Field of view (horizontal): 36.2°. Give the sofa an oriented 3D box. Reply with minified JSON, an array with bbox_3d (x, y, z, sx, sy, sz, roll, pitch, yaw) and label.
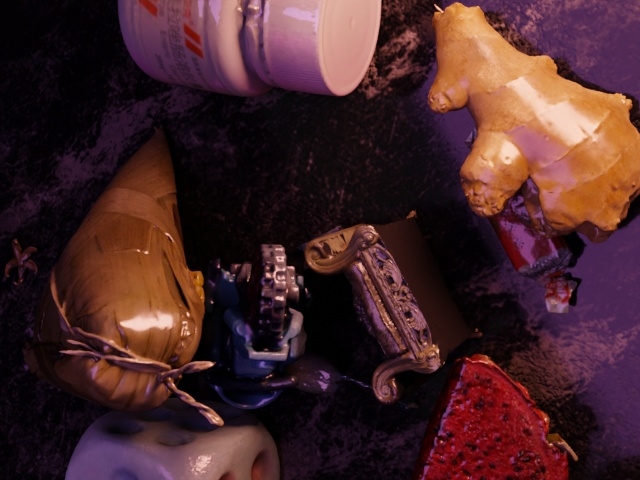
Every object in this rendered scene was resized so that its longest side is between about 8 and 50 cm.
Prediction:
[{"bbox_3d":[0.088,0.097,1.418,0.182,0.200,0.258,-30,85,26],"label":"sofa"}]

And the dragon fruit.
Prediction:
[{"bbox_3d":[0.245,0.320,1.413,0.205,0.152,0.317,20,98,3],"label":"dragon fruit"}]

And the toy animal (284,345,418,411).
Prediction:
[{"bbox_3d":[0.026,0.215,1.532,0.253,0.079,0.070,12,114,27],"label":"toy animal"}]

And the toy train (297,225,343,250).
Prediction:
[{"bbox_3d":[0.000,0.000,1.550,0.083,0.017,0.017,-26,93,28],"label":"toy train"}]

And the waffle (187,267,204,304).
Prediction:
[{"bbox_3d":[-0.302,0.136,1.661,0.253,0.056,0.249,-32,73,3],"label":"waffle"}]

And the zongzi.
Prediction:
[{"bbox_3d":[-0.259,0.008,1.408,0.500,0.218,0.467,-9,68,66],"label":"zongzi"}]

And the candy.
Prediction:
[{"bbox_3d":[0.282,-0.031,1.374,0.086,0.059,0.292,-32,82,29],"label":"candy"}]

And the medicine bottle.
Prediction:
[{"bbox_3d":[-0.099,-0.333,1.415,0.325,0.256,0.256,14,104,23],"label":"medicine bottle"}]

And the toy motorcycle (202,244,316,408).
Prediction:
[{"bbox_3d":[-0.087,0.134,1.422,0.172,0.416,0.232,4,83,-10],"label":"toy motorcycle"}]

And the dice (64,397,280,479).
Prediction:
[{"bbox_3d":[-0.237,0.416,1.596,0.265,0.268,0.262,7,101,27],"label":"dice"}]

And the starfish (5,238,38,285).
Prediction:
[{"bbox_3d":[-0.563,0.037,1.844,0.091,0.028,0.078,-36,87,25],"label":"starfish"}]

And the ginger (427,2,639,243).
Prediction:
[{"bbox_3d":[0.261,-0.146,1.321,0.375,0.166,0.236,38,98,28],"label":"ginger"}]

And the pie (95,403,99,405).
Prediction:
[{"bbox_3d":[-0.385,0.221,1.754,0.193,0.079,0.163,4,105,25],"label":"pie"}]
